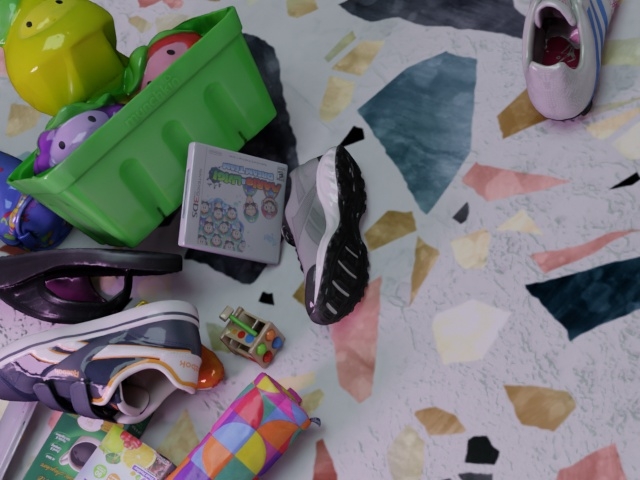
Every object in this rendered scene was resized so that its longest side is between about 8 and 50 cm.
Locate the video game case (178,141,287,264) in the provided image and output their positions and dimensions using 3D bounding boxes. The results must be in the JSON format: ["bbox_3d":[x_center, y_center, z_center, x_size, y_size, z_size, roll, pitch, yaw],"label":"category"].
[{"bbox_3d":[-0.118,-0.050,1.971,0.019,0.157,0.143,-9,73,53],"label":"video game case"}]

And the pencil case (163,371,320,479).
[{"bbox_3d":[-0.111,0.276,1.824,0.236,0.104,0.104,-46,55,-8],"label":"pencil case"}]

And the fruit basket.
[{"bbox_3d":[-0.303,-0.218,2.014,0.392,0.392,0.283,-54,21,-14],"label":"fruit basket"}]

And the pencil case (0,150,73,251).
[{"bbox_3d":[-0.510,-0.078,2.188,0.306,0.119,0.133,23,72,32],"label":"pencil case"}]

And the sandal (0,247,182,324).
[{"bbox_3d":[-0.381,0.073,2.045,0.445,0.167,0.107,-6,84,28],"label":"sandal"}]

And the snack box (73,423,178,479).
[{"bbox_3d":[-0.265,0.323,1.856,0.100,0.037,0.141,29,73,22],"label":"snack box"}]

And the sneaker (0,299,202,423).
[{"bbox_3d":[-0.306,0.181,1.894,0.321,0.126,0.128,-18,64,19],"label":"sneaker"}]

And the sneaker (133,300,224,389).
[{"bbox_3d":[-0.200,0.146,1.957,0.175,0.067,0.064,33,75,32],"label":"sneaker"}]

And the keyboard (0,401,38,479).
[{"bbox_3d":[-0.454,0.319,1.979,0.072,0.014,0.256,-10,51,52],"label":"keyboard"}]

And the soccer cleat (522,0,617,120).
[{"bbox_3d":[0.341,-0.323,1.963,0.116,0.143,0.331,-2,60,22],"label":"soccer cleat"}]

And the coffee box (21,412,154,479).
[{"bbox_3d":[-0.316,0.284,1.938,0.113,0.040,0.184,17,68,30],"label":"coffee box"}]

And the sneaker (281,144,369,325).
[{"bbox_3d":[0.000,0.000,1.952,0.108,0.100,0.272,-18,50,25],"label":"sneaker"}]

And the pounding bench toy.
[{"bbox_3d":[-0.094,0.124,1.914,0.065,0.083,0.052,23,72,33],"label":"pounding bench toy"}]
